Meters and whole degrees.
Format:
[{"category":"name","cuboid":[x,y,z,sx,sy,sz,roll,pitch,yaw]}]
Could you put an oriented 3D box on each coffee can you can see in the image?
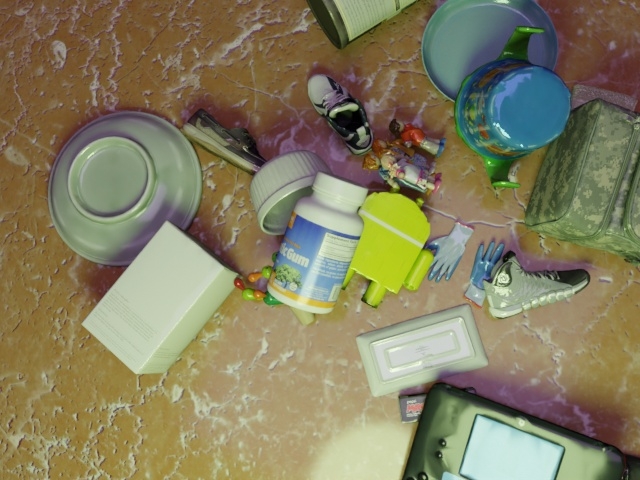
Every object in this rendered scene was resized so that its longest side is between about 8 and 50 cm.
[{"category":"coffee can","cuboid":[0.115,-0.613,1.473,0.276,0.201,0.201,-31,78,0]}]

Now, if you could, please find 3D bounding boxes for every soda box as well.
[{"category":"soda box","cuboid":[0.256,0.360,1.355,0.169,0.053,0.060,-9,79,6]}]

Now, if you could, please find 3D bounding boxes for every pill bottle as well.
[{"category":"pill bottle","cuboid":[0.000,0.000,1.285,0.153,0.152,0.271,21,100,10]}]

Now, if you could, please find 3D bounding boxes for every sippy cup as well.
[{"category":"sippy cup","cuboid":[0.421,-0.282,1.332,0.240,0.224,0.305,-29,98,7]}]

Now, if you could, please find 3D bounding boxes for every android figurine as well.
[{"category":"android figurine","cuboid":[0.136,0.006,1.392,0.248,0.056,0.272,28,84,-2]}]

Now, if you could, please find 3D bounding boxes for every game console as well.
[{"category":"game console","cuboid":[0.359,0.505,1.240,0.387,0.060,0.341,17,98,22]}]

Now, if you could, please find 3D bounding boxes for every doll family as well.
[{"category":"doll family","cuboid":[0.180,-0.172,1.403,0.163,0.263,0.118,23,127,-3]}]

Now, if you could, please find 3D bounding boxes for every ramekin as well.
[{"category":"ramekin","cuboid":[-0.061,-0.113,1.408,0.207,0.207,0.109,-27,68,1]}]

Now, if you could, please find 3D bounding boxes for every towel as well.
[{"category":"towel","cuboid":[0.650,-0.303,1.442,0.148,0.027,0.110,17,81,10]}]

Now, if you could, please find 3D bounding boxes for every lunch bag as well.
[{"category":"lunch bag","cuboid":[0.626,-0.125,1.330,0.256,0.212,0.304,21,83,-7]}]

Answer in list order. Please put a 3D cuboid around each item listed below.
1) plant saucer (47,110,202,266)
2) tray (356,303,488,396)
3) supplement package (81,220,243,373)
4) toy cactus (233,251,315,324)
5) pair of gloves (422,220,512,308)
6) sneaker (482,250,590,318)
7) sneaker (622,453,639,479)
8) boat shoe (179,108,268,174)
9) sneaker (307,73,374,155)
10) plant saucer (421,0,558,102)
[{"category":"plant saucer","cuboid":[-0.494,-0.139,1.513,0.401,0.100,0.400,-1,80,7]},{"category":"tray","cuboid":[0.226,0.247,1.391,0.271,0.030,0.145,-17,79,4]},{"category":"supplement package","cuboid":[-0.348,0.133,1.406,0.178,0.175,0.293,39,86,13]},{"category":"toy cactus","cuboid":[-0.071,0.109,1.428,0.219,0.112,0.180,-27,98,-6]},{"category":"pair of gloves","cuboid":[0.333,0.050,1.418,0.198,0.023,0.159,32,85,10]},{"category":"sneaker","cuboid":[0.462,0.074,1.351,0.229,0.086,0.132,-22,95,3]},{"category":"sneaker","cuboid":[0.570,0.491,1.268,0.268,0.106,0.101,0,78,5]},{"category":"boat shoe","cuboid":[-0.204,-0.231,1.495,0.285,0.103,0.092,29,86,15]},{"category":"sneaker","cuboid":[0.043,-0.318,1.453,0.094,0.153,0.234,-27,78,0]},{"category":"plant saucer","cuboid":[0.402,-0.455,1.492,0.318,0.043,0.317,-1,80,6]}]
